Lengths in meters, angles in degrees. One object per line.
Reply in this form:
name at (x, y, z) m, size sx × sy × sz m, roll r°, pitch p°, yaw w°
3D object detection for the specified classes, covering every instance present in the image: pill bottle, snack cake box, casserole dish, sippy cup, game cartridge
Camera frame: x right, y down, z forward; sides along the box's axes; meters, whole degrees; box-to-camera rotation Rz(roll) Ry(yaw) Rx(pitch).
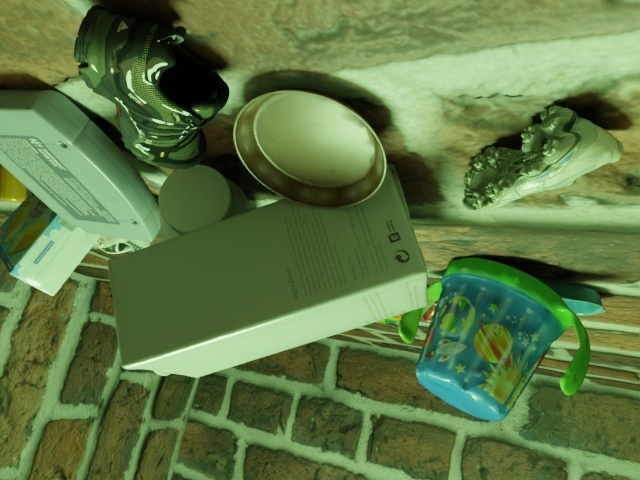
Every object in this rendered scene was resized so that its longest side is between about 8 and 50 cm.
pill bottle at (-0.175, -0.026, 0.820) m, size 0.137 × 0.136 × 0.245 m, roll 12°, pitch 164°, yaw 3°
snack cake box at (-0.541, -0.011, 1.006) m, size 0.264 × 0.152 × 0.089 m, roll 20°, pitch 162°, yaw 49°
casserole dish at (0.433, 0.103, 0.965) m, size 0.189 × 0.036 × 0.114 m, roll 10°, pitch 165°, yaw 14°
sippy cup at (0.288, 0.185, 0.915) m, size 0.240 × 0.224 × 0.305 m, roll 32°, pitch 161°, yaw -2°
game cartridge at (-0.366, -0.102, 0.756) m, size 0.196 × 0.060 × 0.294 m, roll 11°, pitch 151°, yaw 22°

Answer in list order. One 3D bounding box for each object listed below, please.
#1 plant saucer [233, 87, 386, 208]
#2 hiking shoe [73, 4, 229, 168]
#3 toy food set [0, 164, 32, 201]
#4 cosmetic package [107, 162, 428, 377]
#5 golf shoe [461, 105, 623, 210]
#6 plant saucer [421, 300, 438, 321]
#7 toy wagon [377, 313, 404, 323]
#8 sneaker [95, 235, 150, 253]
plant saucer at (-0.010, -0.100, 0.553) m, size 0.169 × 0.029 × 0.168 m, roll 13°, pitch 146°, yaw 9°
hiking shoe at (-0.146, -0.131, 0.522) m, size 0.114 × 0.086 × 0.227 m, roll 13°, pitch 164°, yaw 11°
toy food set at (-0.563, -0.135, 0.895) m, size 0.111 × 0.104 × 0.232 m, roll 6°, pitch -173°, yaw -27°
cosmetic package at (-0.057, 0.060, 0.705) m, size 0.385 × 0.156 × 0.217 m, roll -17°, pitch 159°, yaw 5°
golf shoe at (0.211, -0.064, 0.510) m, size 0.086 × 0.069 × 0.176 m, roll 11°, pitch 167°, yaw -16°
plant saucer at (0.371, 0.174, 1.247) m, size 0.259 × 0.047 × 0.258 m, roll 7°, pitch 163°, yaw 18°
toy wagon at (0.125, 0.156, 1.343) m, size 0.268 × 0.068 × 0.344 m, roll 16°, pitch 164°, yaw -10°
sneaker at (-0.501, -0.024, 1.179) m, size 0.235 × 0.094 × 0.090 m, roll 12°, pitch 166°, yaw 11°
